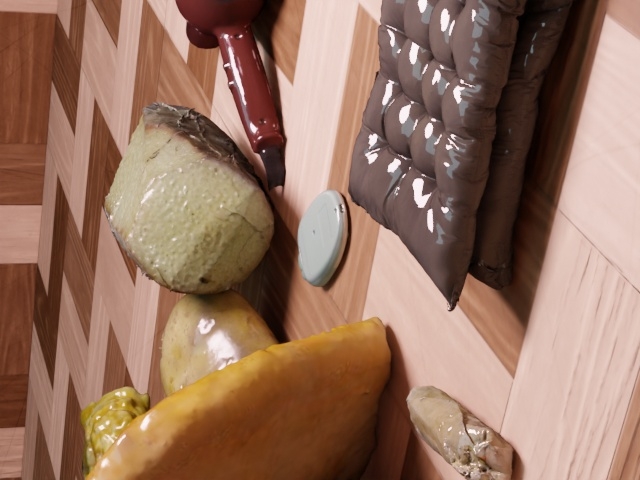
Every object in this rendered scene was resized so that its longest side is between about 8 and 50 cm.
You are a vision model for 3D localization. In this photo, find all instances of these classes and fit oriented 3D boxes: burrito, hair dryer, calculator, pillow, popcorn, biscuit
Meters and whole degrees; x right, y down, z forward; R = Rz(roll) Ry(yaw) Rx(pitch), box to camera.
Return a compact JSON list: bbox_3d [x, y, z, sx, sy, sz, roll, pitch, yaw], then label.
[{"bbox_3d":[0.122,0.175,1.336,0.188,0.045,0.058,-147,66,-69],"label":"burrito"},{"bbox_3d":[-0.107,-0.214,1.930,0.312,0.123,0.340,123,132,-74],"label":"hair dryer"},{"bbox_3d":[0.000,0.000,1.702,0.153,0.021,0.095,127,139,-54],"label":"calculator"},{"bbox_3d":[0.115,-0.135,1.279,0.228,0.101,0.326,-129,41,-55],"label":"pillow"},{"bbox_3d":[-0.284,0.333,2.282,0.218,0.169,0.189,83,177,-45],"label":"popcorn"},{"bbox_3d":[-0.099,0.285,1.496,0.104,0.446,0.429,41,120,29],"label":"biscuit"}]

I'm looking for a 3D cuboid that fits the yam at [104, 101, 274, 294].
[{"bbox_3d":[-0.162,-0.047,1.879,0.271,0.201,0.202,-120,53,-75],"label":"yam"}]

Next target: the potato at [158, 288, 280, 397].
[{"bbox_3d":[-0.110,0.188,1.844,0.191,0.141,0.296,-62,36,34],"label":"potato"}]
